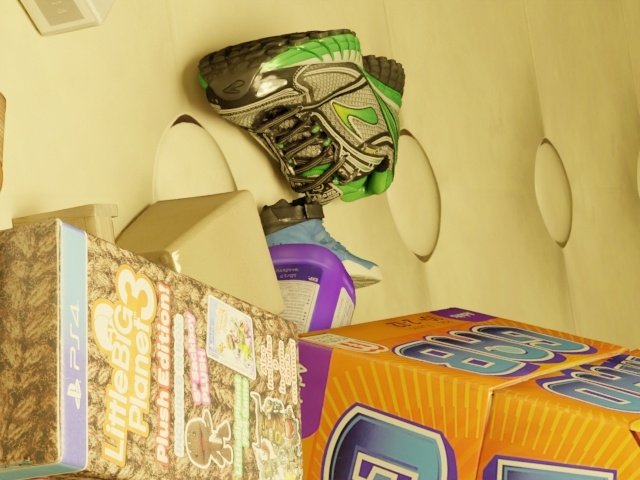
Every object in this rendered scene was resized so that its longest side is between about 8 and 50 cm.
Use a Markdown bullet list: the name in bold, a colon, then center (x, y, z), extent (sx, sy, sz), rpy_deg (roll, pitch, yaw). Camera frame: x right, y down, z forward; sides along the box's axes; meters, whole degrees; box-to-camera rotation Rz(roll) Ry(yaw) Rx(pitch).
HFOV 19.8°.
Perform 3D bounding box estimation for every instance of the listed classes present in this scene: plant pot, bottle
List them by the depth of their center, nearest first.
- **plant pot**: center (-0.111, 0.029, 1.500), extent (0.096, 0.109, 0.109), rpy_deg (-29, 108, -49)
- **bottle**: center (-0.049, 0.128, 1.564), extent (0.092, 0.118, 0.282), rpy_deg (60, 31, -37)

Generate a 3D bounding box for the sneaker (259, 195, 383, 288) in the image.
- **sneaker**: center (0.001, 0.000, 1.754), extent (0.152, 0.058, 0.084), rpy_deg (9, 67, -45)

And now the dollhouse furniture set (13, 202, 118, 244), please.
- **dollhouse furniture set**: center (-0.134, 0.064, 1.399), extent (0.129, 0.129, 0.183), rpy_deg (0, 82, -64)

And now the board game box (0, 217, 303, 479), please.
- **board game box**: center (-0.179, 0.107, 1.174), extent (0.291, 0.232, 0.141), rpy_deg (29, 55, -59)

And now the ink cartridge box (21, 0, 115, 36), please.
- **ink cartridge box**: center (-0.223, -0.354, 1.440), extent (0.296, 0.066, 0.261), rpy_deg (61, 33, -35)

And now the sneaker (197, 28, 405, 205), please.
- **sneaker**: center (0.000, -0.113, 1.735), extent (0.343, 0.134, 0.146), rpy_deg (12, 71, -63)

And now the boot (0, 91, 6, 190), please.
- **boot**: center (-0.276, -0.057, 1.220), extent (0.197, 0.073, 0.152), rpy_deg (35, 55, -53)

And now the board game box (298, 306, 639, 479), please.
- **board game box**: center (0.170, 0.274, 1.499), extent (0.356, 0.356, 0.356), rpy_deg (-5, 106, -64)
